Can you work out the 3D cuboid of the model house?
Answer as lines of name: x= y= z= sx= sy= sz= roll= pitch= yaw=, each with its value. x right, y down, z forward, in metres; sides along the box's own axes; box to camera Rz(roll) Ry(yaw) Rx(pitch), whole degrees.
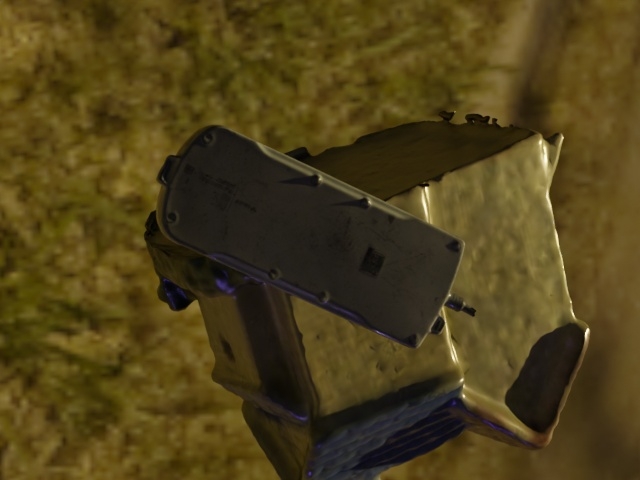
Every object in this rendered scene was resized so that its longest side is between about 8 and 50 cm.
model house: x=0.039 y=0.063 z=1.488 sx=0.321 sy=0.261 sz=0.266 roll=-22 pitch=103 yaw=-21

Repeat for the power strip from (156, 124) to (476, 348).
power strip: x=0.000 y=0.000 z=1.153 sx=0.227 sy=0.029 sz=0.080 roll=25 pitch=90 yaw=-14
